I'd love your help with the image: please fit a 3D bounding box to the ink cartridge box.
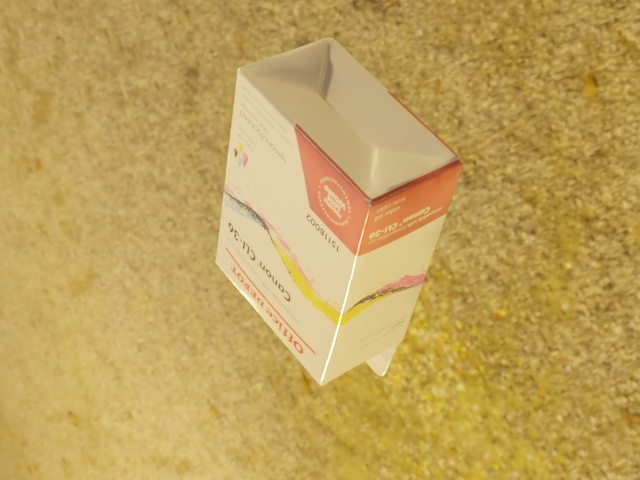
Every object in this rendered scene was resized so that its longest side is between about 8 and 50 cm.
[{"bbox_3d":[0.000,0.000,0.601,0.115,0.067,0.198,47,147,28],"label":"ink cartridge box"}]
